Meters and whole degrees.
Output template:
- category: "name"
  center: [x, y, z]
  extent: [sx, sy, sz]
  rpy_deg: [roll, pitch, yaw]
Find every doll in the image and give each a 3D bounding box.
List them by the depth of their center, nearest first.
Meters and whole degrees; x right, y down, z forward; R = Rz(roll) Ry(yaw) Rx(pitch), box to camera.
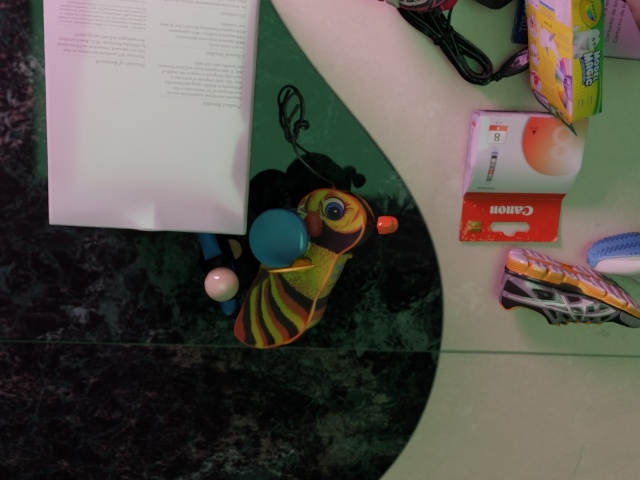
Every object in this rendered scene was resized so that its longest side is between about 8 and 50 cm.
- category: "doll"
  center: [-0.120, 0.022, 0.854]
  extent: [0.046, 0.189, 0.129]
  rpy_deg: [-15, 110, -1]

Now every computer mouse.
- category: "computer mouse"
  center: [0.234, -0.299, 0.835]
  extent: [0.262, 0.060, 0.184]
  rpy_deg: [-38, 107, 16]

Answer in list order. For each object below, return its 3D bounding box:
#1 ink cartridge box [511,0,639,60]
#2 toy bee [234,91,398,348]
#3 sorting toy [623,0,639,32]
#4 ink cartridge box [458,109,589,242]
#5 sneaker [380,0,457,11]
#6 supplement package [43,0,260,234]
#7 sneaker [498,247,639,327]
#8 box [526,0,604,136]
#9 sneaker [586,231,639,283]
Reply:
- category: "ink cartridge box"
  center: [0.360, -0.334, 0.868]
  extent: [0.224, 0.045, 0.223]
  rpy_deg: [3, 109, -8]
- category: "toy bee"
  center: [0.000, 0.000, 0.854]
  extent: [0.162, 0.195, 0.298]
  rpy_deg: [16, 119, 17]
- category: "sorting toy"
  center: [0.404, -0.353, 0.780]
  extent: [0.257, 0.089, 0.255]
  rpy_deg: [-40, 117, -2]
- category: "ink cartridge box"
  center: [0.261, -0.078, 0.945]
  extent: [0.145, 0.045, 0.179]
  rpy_deg: [0, 106, -7]
- category: "sneaker"
  center: [0.134, -0.397, 0.772]
  extent: [0.112, 0.121, 0.299]
  rpy_deg: [18, 108, 3]
- category: "supplement package"
  center: [-0.172, -0.162, 0.780]
  extent: [0.199, 0.198, 0.263]
  rpy_deg: [3, 107, -8]
- category: "sneaker"
  center: [0.343, 0.081, 0.993]
  extent: [0.215, 0.084, 0.083]
  rpy_deg: [20, 109, -4]
- category: "box"
  center: [0.274, -0.215, 0.813]
  extent: [0.043, 0.105, 0.179]
  rpy_deg: [-17, 129, -4]
- category: "sneaker"
  center: [0.476, 0.042, 0.990]
  extent: [0.228, 0.087, 0.092]
  rpy_deg: [2, 110, -6]
